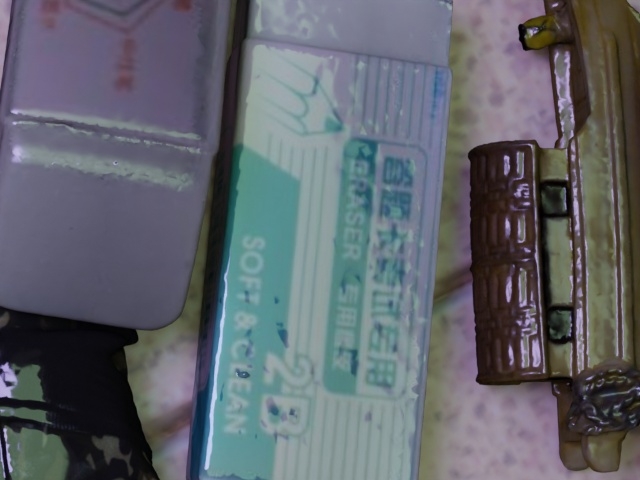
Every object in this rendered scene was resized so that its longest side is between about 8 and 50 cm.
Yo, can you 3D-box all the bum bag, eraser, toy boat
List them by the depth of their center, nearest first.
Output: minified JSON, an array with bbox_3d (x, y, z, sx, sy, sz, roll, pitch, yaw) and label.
[{"bbox_3d":[-0.118,0.055,0.708,0.102,0.069,0.248,-11,83,-9],"label":"bum bag"},{"bbox_3d":[-0.080,-0.139,0.729,0.089,0.061,0.352,9,67,-12],"label":"eraser"},{"bbox_3d":[0.000,0.000,0.755,0.095,0.052,0.225,7,79,-11],"label":"eraser"},{"bbox_3d":[0.109,-0.010,0.776,0.088,0.068,0.226,-1,82,-7],"label":"toy boat"}]
